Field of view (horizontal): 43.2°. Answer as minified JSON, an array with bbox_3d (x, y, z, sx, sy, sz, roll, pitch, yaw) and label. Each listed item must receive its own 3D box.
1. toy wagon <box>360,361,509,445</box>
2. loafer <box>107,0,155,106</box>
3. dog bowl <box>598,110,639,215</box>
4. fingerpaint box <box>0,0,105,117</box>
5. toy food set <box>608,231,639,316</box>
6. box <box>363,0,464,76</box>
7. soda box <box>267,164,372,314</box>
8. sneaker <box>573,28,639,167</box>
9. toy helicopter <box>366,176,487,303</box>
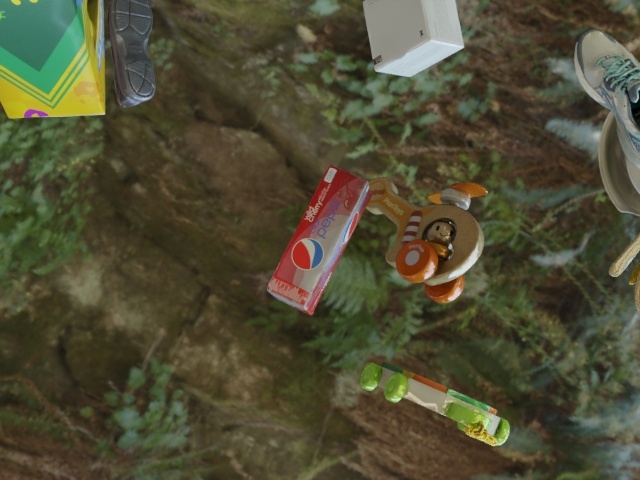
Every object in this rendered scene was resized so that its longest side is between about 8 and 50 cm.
[{"bbox_3d":[0.241,0.320,1.573,0.068,0.267,0.344,-67,-162,-8],"label":"toy wagon"},{"bbox_3d":[-0.452,-0.457,1.871,0.095,0.109,0.303,-18,-105,44],"label":"loafer"},{"bbox_3d":[0.730,-0.172,1.572,0.102,0.348,0.349,-23,145,-56],"label":"dog bowl"},{"bbox_3d":[-0.419,-0.465,1.193,0.371,0.163,0.445,107,-23,-67],"label":"fingerpaint box"},{"bbox_3d":[0.427,0.054,0.953,0.132,0.192,0.038,-46,-168,-2],"label":"toy food set"},{"bbox_3d":[0.209,-0.494,1.844,0.181,0.119,0.182,-20,-104,48],"label":"box"},{"bbox_3d":[0.000,0.000,1.497,0.263,0.083,0.092,-62,166,-9],"label":"soda box"},{"bbox_3d":[0.552,-0.271,1.432,0.110,0.283,0.122,-27,164,2],"label":"sneaker"},{"bbox_3d":[0.207,-0.051,1.679,0.235,0.140,0.355,-51,-138,4],"label":"toy helicopter"}]
